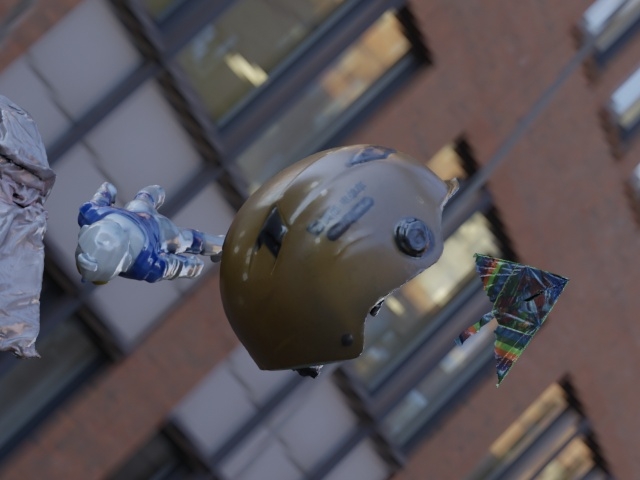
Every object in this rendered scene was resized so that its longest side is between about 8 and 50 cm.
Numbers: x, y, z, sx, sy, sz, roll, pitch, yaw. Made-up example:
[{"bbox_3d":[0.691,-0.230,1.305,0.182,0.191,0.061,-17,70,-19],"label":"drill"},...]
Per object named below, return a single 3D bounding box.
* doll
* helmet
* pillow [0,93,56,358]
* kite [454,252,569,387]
[{"bbox_3d":[-0.158,-0.002,1.633,0.114,0.057,0.227,42,16,9],"label":"doll"},{"bbox_3d":[0.000,0.000,1.593,0.130,0.224,0.198,42,-20,-18],"label":"helmet"},{"bbox_3d":[-0.247,-0.032,1.441,0.135,0.049,0.248,40,35,-42],"label":"pillow"},{"bbox_3d":[0.128,0.044,1.322,0.004,0.090,0.122,47,21,-39],"label":"kite"}]
